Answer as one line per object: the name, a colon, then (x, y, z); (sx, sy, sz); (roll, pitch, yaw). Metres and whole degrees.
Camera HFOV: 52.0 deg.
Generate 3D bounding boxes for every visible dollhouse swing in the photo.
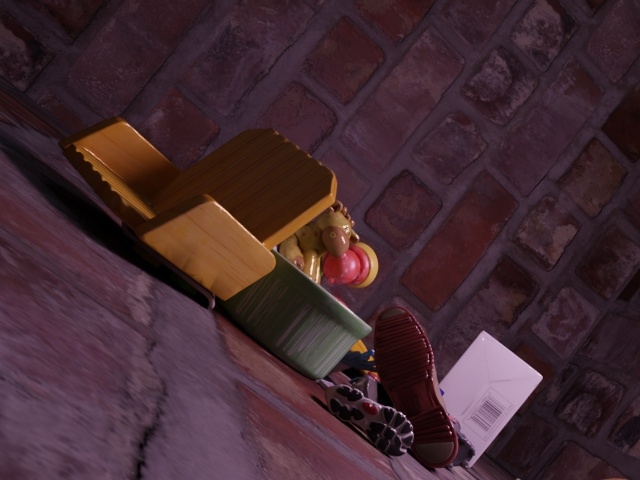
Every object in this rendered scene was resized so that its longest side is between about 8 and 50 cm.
dollhouse swing: (-0.198, -0.129, 1.152); (0.347, 0.305, 0.315); (40, -5, 40)

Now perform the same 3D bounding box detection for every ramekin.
ramekin: (-0.061, 0.137, 1.298); (0.303, 0.148, 0.303); (39, -4, 3)

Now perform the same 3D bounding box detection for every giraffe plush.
giraffe plush: (0.000, 0.000, 1.532); (0.181, 0.171, 0.210); (49, 23, -66)

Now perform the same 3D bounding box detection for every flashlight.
flashlight: (0.326, 0.503, 1.661); (0.103, 0.103, 0.304); (41, -4, 4)

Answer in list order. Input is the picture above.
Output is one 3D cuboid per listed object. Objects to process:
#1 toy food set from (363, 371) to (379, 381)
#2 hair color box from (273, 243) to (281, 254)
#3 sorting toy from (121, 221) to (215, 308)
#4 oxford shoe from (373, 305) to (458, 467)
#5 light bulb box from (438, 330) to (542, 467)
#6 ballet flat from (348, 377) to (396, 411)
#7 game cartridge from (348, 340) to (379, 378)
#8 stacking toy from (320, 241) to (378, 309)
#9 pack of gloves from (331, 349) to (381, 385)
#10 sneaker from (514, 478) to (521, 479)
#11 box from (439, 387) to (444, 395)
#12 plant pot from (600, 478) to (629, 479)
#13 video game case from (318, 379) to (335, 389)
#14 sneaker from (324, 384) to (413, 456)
toy food set: (0.189, 0.392, 1.683); (0.111, 0.104, 0.232); (41, -4, -37)
hair color box: (-0.140, 0.027, 1.524); (0.173, 0.105, 0.347); (-100, 168, -46)
sorting toy: (-0.268, 0.040, 1.166); (0.208, 0.038, 0.193); (43, -4, -8)
oxford shoe: (0.194, 0.311, 1.390); (0.130, 0.123, 0.348); (64, 12, -63)
light bulb box: (0.494, 0.504, 2.092); (0.225, 0.358, 0.361); (39, -2, 19)
ballet flat: (0.116, 0.343, 1.402); (0.058, 0.084, 0.250); (-10, -25, 21)
game cartridge: (0.079, 0.305, 1.933); (0.323, 0.053, 0.285); (59, -11, -21)
stacking toy: (-0.023, 0.134, 1.701); (0.280, 0.308, 0.130); (18, 9, 28)
pack of gloves: (0.110, 0.301, 1.529); (0.195, 0.046, 0.232); (39, -26, -19)
sneaker: (0.534, 0.663, 1.658); (0.169, 0.108, 0.292); (41, -1, 14)
box: (0.241, 0.419, 1.770); (0.126, 0.137, 0.072); (35, -6, 47)
plant pot: (0.519, 0.565, 1.212); (0.254, 0.237, 0.237); (21, 10, -45)
video game case: (0.054, 0.314, 1.265); (0.122, 0.011, 0.087); (37, -4, 23)
sneaker: (0.080, 0.288, 1.083); (0.170, 0.068, 0.071); (38, -9, -5)
